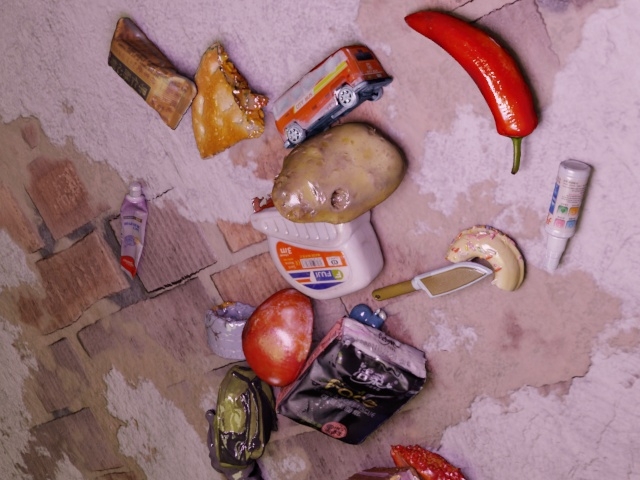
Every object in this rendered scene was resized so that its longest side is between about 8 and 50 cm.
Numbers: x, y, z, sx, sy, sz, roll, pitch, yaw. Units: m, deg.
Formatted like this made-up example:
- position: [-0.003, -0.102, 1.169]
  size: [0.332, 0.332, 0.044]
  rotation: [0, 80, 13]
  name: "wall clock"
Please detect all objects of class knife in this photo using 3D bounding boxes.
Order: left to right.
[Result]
- position: [0.232, 0.094, 1.679]
  size: [0.061, 0.027, 0.343]
  rotation: [51, 143, -12]
  name: "knife"

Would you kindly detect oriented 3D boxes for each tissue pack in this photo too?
- position: [0.065, 0.337, 1.833]
  size: [0.245, 0.123, 0.332]
  rotation: [26, 129, -15]
  name: "tissue pack"

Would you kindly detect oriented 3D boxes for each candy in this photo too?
- position: [-0.391, -0.380, 1.819]
  size: [0.271, 0.101, 0.143]
  rotation: [44, 130, 16]
  name: "candy"

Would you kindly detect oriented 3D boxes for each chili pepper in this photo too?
- position: [0.303, -0.305, 1.461]
  size: [0.368, 0.092, 0.137]
  rotation: [58, 147, 5]
  name: "chili pepper"

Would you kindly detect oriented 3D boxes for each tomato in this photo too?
- position: [-0.111, 0.217, 1.845]
  size: [0.139, 0.233, 0.200]
  rotation: [17, 139, -24]
  name: "tomato"

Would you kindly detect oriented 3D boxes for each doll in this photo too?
- position: [0.108, 0.181, 1.824]
  size: [0.083, 0.050, 0.076]
  rotation: [30, 120, 19]
  name: "doll"

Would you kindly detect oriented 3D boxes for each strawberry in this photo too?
- position: [0.271, 0.575, 1.885]
  size: [0.228, 0.098, 0.174]
  rotation: [35, 145, 40]
  name: "strawberry"

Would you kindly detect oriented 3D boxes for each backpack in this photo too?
- position: [-0.195, 0.452, 2.046]
  size: [0.140, 0.207, 0.253]
  rotation: [3, 107, 14]
  name: "backpack"

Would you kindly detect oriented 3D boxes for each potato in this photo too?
- position: [0.031, -0.130, 1.589]
  size: [0.192, 0.296, 0.141]
  rotation: [57, 155, 15]
  name: "potato"

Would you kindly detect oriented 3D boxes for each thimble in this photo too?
- position: [-0.217, 0.231, 1.993]
  size: [0.151, 0.127, 0.118]
  rotation: [21, 119, 45]
  name: "thimble"

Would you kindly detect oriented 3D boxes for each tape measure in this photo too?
- position: [0.000, 0.000, 1.758]
  size: [0.258, 0.130, 0.265]
  rotation: [-7, 114, 37]
  name: "tape measure"

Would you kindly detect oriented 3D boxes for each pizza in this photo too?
- position: [-0.197, -0.292, 1.759]
  size: [0.228, 0.081, 0.290]
  rotation: [31, 128, 34]
  name: "pizza"

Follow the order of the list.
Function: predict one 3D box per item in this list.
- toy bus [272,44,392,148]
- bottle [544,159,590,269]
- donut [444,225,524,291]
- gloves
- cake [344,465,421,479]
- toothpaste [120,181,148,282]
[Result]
- position: [0.010, -0.293, 1.622]
  size: [0.265, 0.121, 0.120]
  rotation: [-32, 85, 39]
  name: "toy bus"
- position: [0.459, -0.043, 1.491]
  size: [0.060, 0.060, 0.217]
  rotation: [18, 119, 24]
  name: "bottle"
- position: [0.339, 0.032, 1.596]
  size: [0.166, 0.065, 0.108]
  rotation: [33, 130, 17]
  name: "donut"
- position: [-0.241, 0.597, 2.211]
  size: [0.142, 0.119, 0.286]
  rotation: [-31, 90, 7]
  name: "gloves"
- position: [0.148, 0.590, 1.887]
  size: [0.295, 0.115, 0.113]
  rotation: [-7, 100, 62]
  name: "cake"
- position: [-0.506, -0.023, 2.110]
  size: [0.075, 0.048, 0.301]
  rotation: [24, 125, 15]
  name: "toothpaste"
